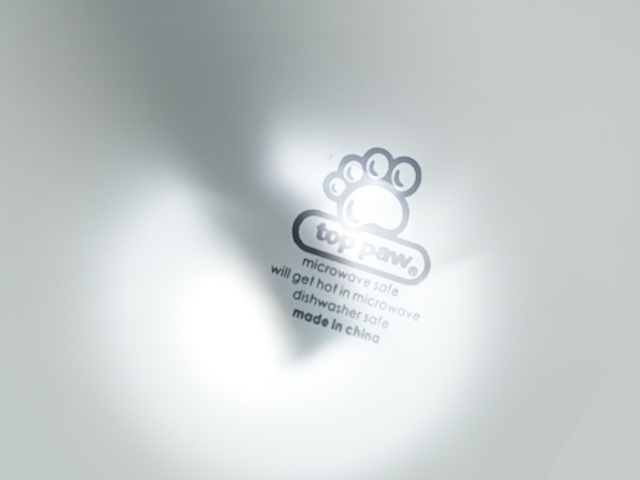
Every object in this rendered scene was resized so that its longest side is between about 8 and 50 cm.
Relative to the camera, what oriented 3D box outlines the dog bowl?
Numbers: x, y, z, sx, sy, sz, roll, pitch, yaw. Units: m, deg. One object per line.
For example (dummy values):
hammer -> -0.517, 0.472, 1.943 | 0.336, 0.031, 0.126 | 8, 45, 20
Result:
dog bowl -> 0.000, 0.000, 0.398 | 0.104, 0.265, 0.264 | 165, 107, -77
